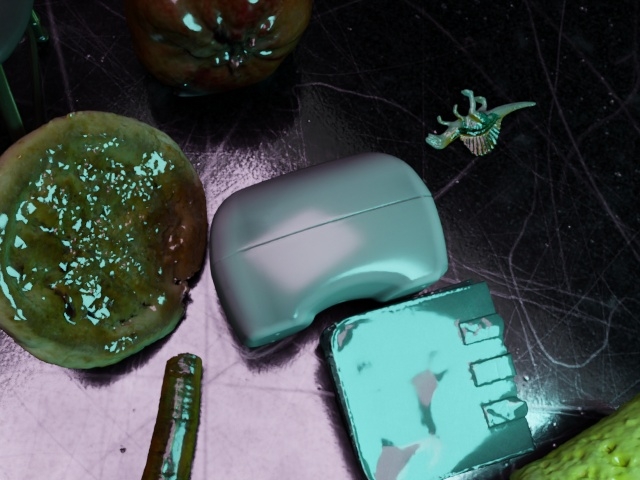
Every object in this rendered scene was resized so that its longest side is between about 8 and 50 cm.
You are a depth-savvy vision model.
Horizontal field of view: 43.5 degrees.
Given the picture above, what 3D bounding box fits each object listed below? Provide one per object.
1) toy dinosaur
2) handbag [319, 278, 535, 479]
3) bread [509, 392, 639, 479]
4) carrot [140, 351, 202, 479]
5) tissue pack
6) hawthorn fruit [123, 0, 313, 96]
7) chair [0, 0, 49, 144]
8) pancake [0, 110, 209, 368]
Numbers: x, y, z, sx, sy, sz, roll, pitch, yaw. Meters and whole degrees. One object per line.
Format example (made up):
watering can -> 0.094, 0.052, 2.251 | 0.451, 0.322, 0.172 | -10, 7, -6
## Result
toy dinosaur -> 0.274, -0.195, 1.366 | 0.188, 0.044, 0.106 | 6, 86, -16
handbag -> 0.153, 0.218, 1.187 | 0.274, 0.100, 0.268 | -17, 84, -14
bread -> 0.429, 0.381, 1.052 | 0.308, 0.348, 0.348 | -18, 75, -4
carrot -> -0.218, 0.292, 1.160 | 0.070, 0.070, 0.260 | 8, 71, -2
tissue pack -> 0.000, 0.000, 1.178 | 0.333, 0.229, 0.235 | -18, 81, -10
hawthorn fruit -> -0.174, -0.394, 1.259 | 0.308, 0.308, 0.324 | -34, 69, -13
chair -> -0.546, -0.245, 1.078 | 0.365, 0.410, 0.361 | -3, 73, -20
pancake -> -0.300, -0.001, 1.129 | 0.071, 0.382, 0.382 | 6, 67, 40
